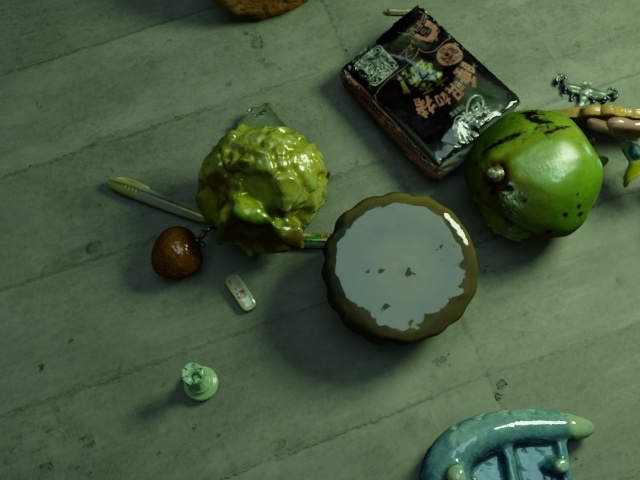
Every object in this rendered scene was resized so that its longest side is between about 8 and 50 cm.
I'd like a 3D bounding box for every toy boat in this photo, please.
[{"bbox_3d":[0.339,0.402,1.515,0.329,0.123,0.215,-3,70,0],"label":"toy boat"}]

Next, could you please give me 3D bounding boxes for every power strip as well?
[{"bbox_3d":[-0.070,-0.177,1.804,0.092,0.034,0.268,-36,71,-11],"label":"power strip"}]

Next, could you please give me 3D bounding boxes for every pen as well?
[{"bbox_3d":[-0.335,-0.086,1.785,0.233,0.032,0.040,20,47,8],"label":"pen"}]

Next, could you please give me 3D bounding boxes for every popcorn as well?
[{"bbox_3d":[-0.112,-0.100,1.661,0.270,0.224,0.258,35,110,32],"label":"popcorn"}]

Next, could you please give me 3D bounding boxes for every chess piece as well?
[{"bbox_3d":[-0.230,0.259,1.605,0.067,0.103,0.067,-1,68,2],"label":"chess piece"}]

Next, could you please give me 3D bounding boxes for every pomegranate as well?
[{"bbox_3d":[0.432,-0.134,1.670,0.340,0.260,0.260,-23,66,-38],"label":"pomegranate"}]

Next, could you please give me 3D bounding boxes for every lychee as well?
[{"bbox_3d":[-0.274,0.014,1.704,0.101,0.114,0.140,35,92,-10],"label":"lychee"}]

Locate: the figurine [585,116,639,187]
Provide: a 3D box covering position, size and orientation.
[{"bbox_3d":[0.722,-0.141,1.656,0.420,0.154,0.193,10,95,-4],"label":"figurine"}]

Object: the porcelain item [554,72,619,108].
[{"bbox_3d":[0.561,-0.305,1.833,0.136,0.021,0.075,18,70,9],"label":"porcelain item"}]

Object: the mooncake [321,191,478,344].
[{"bbox_3d":[0.142,0.057,1.624,0.290,0.161,0.291,0,80,0],"label":"mooncake"}]

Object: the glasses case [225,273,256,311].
[{"bbox_3d":[-0.158,0.104,1.706,0.032,0.021,0.083,-34,71,-8],"label":"glasses case"}]

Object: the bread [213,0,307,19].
[{"bbox_3d":[-0.122,-0.623,1.838,0.312,0.312,0.173,-17,60,-4],"label":"bread"}]

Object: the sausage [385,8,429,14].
[{"bbox_3d":[0.195,-0.514,1.934,0.100,0.015,0.015,2,69,3],"label":"sausage"}]

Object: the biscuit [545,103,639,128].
[{"bbox_3d":[0.563,-0.251,1.748,0.250,0.162,0.035,1,82,15],"label":"biscuit"}]

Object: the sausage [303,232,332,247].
[{"bbox_3d":[0.000,0.000,1.735,0.222,0.029,0.030,1,69,3],"label":"sausage"}]

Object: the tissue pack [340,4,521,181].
[{"bbox_3d":[0.225,-0.304,1.799,0.245,0.123,0.332,-39,69,-6],"label":"tissue pack"}]
